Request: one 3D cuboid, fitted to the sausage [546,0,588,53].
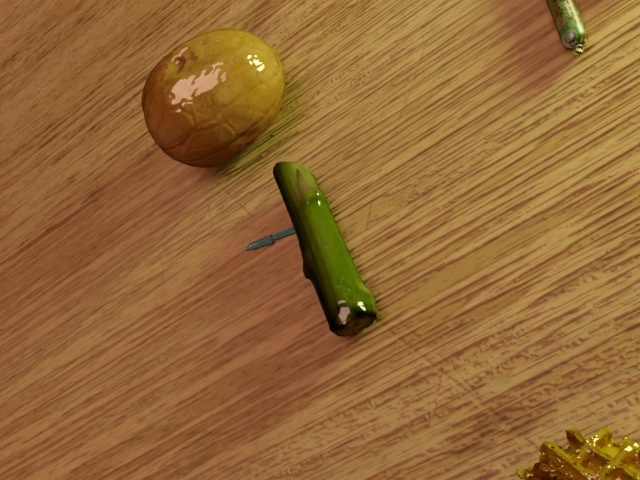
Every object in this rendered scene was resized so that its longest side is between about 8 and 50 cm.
[{"bbox_3d":[0.295,-0.341,0.899,0.033,0.033,0.269,-21,59,23],"label":"sausage"}]

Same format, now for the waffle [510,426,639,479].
[{"bbox_3d":[0.249,0.249,0.593,0.197,0.070,0.193,-18,36,3],"label":"waffle"}]

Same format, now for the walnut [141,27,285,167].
[{"bbox_3d":[-0.157,-0.213,1.036,0.226,0.193,0.193,-32,55,17],"label":"walnut"}]

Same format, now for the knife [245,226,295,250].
[{"bbox_3d":[-0.070,-0.002,0.994,0.091,0.005,0.014,-19,58,25],"label":"knife"}]

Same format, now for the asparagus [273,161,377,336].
[{"bbox_3d":[0.001,0.001,0.918,0.067,0.060,0.277,-44,50,33],"label":"asparagus"}]
